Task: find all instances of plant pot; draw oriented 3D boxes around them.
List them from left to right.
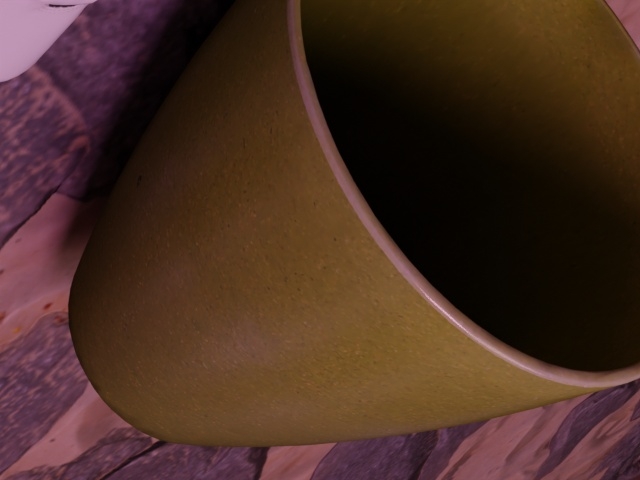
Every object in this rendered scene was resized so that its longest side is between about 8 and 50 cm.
[{"bbox_3d":[0.000,0.000,0.886,0.275,0.274,0.293,-10,163,-47],"label":"plant pot"}]

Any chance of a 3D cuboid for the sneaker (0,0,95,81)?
[{"bbox_3d":[-0.087,-0.140,0.657,0.085,0.086,0.237,-12,150,-49],"label":"sneaker"}]
